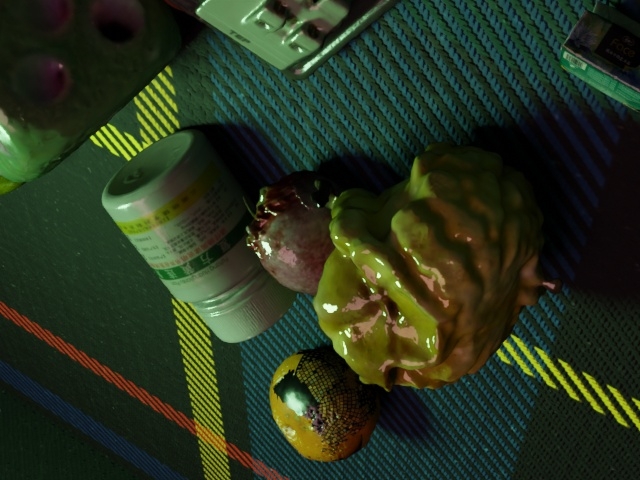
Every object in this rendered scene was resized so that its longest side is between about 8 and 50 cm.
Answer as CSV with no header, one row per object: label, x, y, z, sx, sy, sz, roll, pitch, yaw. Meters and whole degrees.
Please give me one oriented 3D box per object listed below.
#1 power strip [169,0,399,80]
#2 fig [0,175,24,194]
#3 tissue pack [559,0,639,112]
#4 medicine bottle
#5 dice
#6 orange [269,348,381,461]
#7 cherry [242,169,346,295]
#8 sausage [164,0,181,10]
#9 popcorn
power strip,-0.063,-0.308,1.415,0.257,0.092,0.251,30,150,-22
fig,-0.677,-0.182,2.148,0.239,0.271,0.239,27,136,30
tissue pack,0.328,-0.203,1.225,0.111,0.079,0.085,33,-179,11
medicine bottle,-0.197,-0.002,1.922,0.208,0.208,0.340,-3,130,49
dice,-0.421,-0.297,1.628,0.330,0.318,0.322,48,160,-8
orange,0.004,0.318,2.169,0.234,0.182,0.234,41,158,21
cherry,0.000,0.000,1.743,0.249,0.175,0.192,39,-173,-15
sausage,-0.212,-0.416,1.493,0.113,0.113,0.259,4,137,45
popcorn,0.127,0.017,1.514,0.381,0.349,0.349,34,151,29
